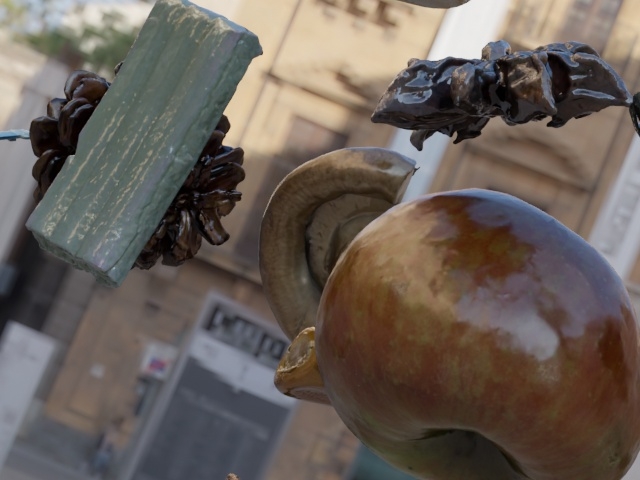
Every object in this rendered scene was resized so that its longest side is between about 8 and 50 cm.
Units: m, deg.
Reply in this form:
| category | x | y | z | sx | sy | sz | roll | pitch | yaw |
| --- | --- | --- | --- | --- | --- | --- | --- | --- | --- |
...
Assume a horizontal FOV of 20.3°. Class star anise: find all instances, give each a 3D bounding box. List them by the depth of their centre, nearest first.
| category | x | y | z | sx | sy | sz | roll | pitch | yaw |
| --- | --- | --- | --- | --- | --- | --- | --- | --- | --- |
| star anise | 0.140 | -0.125 | 1.492 | 0.230 | 0.081 | 0.262 | -12 | 3 | -21 |

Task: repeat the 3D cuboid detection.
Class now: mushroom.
| category | x | y | z | sx | sy | sz | roll | pitch | yaw |
| --- | --- | --- | --- | --- | --- | --- | --- | --- | --- |
| mushroom | 0.000 | 0.000 | 2.151 | 0.151 | 0.286 | 0.156 | 24 | 21 | -2 |

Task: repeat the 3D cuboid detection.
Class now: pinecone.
| category | x | y | z | sx | sy | sz | roll | pitch | yaw |
| --- | --- | --- | --- | --- | --- | --- | --- | --- | --- |
| pinecone | -0.175 | -0.071 | 1.821 | 0.221 | 0.221 | 0.221 | 22 | -8 | 3 |

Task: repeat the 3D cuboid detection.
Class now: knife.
| category | x | y | z | sx | sy | sz | roll | pitch | yaw |
| --- | --- | --- | --- | --- | --- | --- | --- | --- | --- |
| knife | -0.334 | -0.105 | 1.835 | 0.027 | 0.010 | 0.096 | 25 | 22 | 37 |

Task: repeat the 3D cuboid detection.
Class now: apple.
| category | x | y | z | sx | sy | sz | roll | pitch | yaw |
| --- | --- | --- | --- | --- | --- | --- | --- | --- | --- |
| apple | 0.153 | 0.088 | 1.590 | 0.309 | 0.250 | 0.277 | 29 | -31 | -8 |

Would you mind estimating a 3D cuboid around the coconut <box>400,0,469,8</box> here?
| category | x | y | z | sx | sy | sz | roll | pitch | yaw |
| --- | --- | --- | --- | --- | --- | --- | --- | --- | --- |
| coconut | 0.108 | -0.363 | 1.894 | 0.233 | 0.233 | 0.245 | 9 | -54 | 58 |

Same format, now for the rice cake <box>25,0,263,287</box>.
| category | x | y | z | sx | sy | sz | roll | pitch | yaw |
| --- | --- | --- | --- | --- | --- | --- | --- | --- | --- |
| rice cake | -0.143 | -0.083 | 1.427 | 0.127 | 0.237 | 0.043 | 27 | -8 | 44 |

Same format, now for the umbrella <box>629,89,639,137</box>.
| category | x | y | z | sx | sy | sz | roll | pitch | yaw |
| --- | --- | --- | --- | --- | --- | --- | --- | --- | --- |
| umbrella | 0.296 | -0.015 | 1.359 | 0.066 | 0.236 | 0.059 | -19 | -20 | -3 |

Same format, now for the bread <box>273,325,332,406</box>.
| category | x | y | z | sx | sy | sz | roll | pitch | yaw |
| --- | --- | --- | --- | --- | --- | --- | --- | --- | --- |
| bread | 0.065 | 0.141 | 1.822 | 0.239 | 0.074 | 0.092 | 17 | -22 | -33 |

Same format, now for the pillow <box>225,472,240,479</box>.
| category | x | y | z | sx | sy | sz | roll | pitch | yaw |
| --- | --- | --- | --- | --- | --- | --- | --- | --- | --- |
| pillow | -0.092 | 0.367 | 2.133 | 0.049 | 0.135 | 0.248 | 23 | -2 | -16 |
